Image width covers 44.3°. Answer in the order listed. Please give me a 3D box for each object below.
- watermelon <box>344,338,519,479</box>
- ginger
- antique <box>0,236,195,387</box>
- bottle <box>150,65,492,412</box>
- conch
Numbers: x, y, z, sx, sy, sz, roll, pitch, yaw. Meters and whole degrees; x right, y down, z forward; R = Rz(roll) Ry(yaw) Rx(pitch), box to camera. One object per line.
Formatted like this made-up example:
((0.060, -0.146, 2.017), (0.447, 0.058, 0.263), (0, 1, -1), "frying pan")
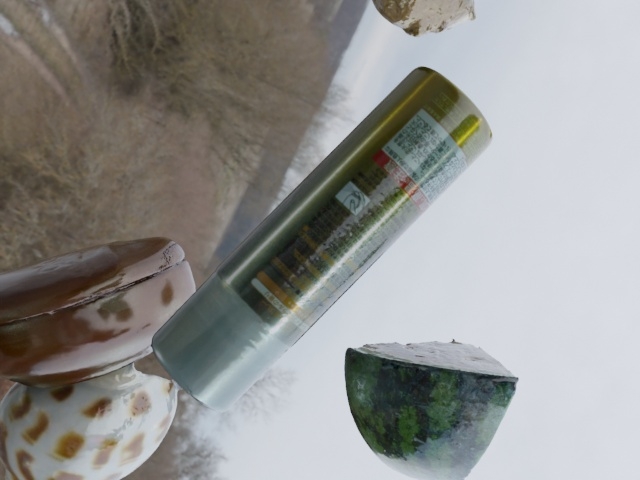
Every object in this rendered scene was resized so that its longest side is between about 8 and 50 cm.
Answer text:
((0.226, 0.280, 1.339), (0.292, 0.250, 0.283), (-25, 125, -27), "watermelon")
((0.059, -0.218, 0.607), (0.067, 0.165, 0.096), (-10, -130, 43), "ginger")
((-0.281, 0.080, 0.887), (0.223, 0.278, 0.129), (-80, 156, -78), "antique")
((0.000, 0.000, 0.579), (0.286, 0.082, 0.082), (-46, -177, -1), "bottle")
((-0.301, 0.235, 0.950), (0.275, 0.183, 0.149), (-30, -147, 42), "conch")
